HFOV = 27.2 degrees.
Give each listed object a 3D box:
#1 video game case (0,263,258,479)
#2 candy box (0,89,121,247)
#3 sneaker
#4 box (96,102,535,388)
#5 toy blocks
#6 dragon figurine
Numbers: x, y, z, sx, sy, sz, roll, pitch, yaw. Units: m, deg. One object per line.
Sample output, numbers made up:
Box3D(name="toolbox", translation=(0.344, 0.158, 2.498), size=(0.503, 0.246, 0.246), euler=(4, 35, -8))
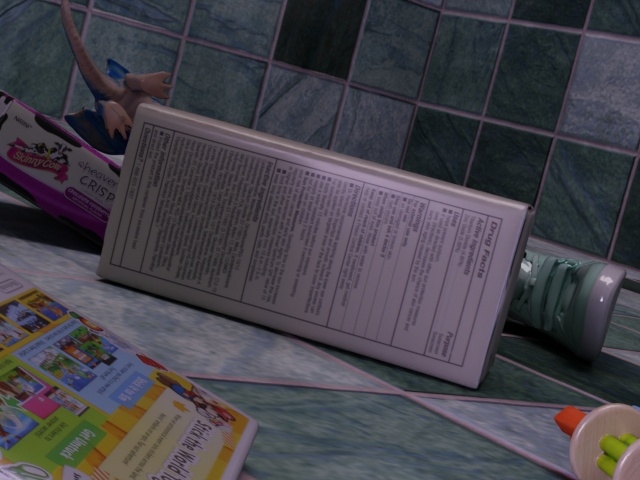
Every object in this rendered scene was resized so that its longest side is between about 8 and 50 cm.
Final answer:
Box3D(name="video game case", translation=(-0.127, 0.052, 0.517), size=(0.206, 0.026, 0.227), euler=(31, 5, 0))
Box3D(name="candy box", translation=(-0.254, -0.072, 1.233), size=(0.159, 0.071, 0.233), euler=(35, -3, -24))
Box3D(name="sneaker", translation=(0.209, 0.051, 1.309), size=(0.151, 0.094, 0.256), euler=(21, -4, 2))
Box3D(name="box", translation=(0.000, 0.000, 1.041), size=(0.311, 0.148, 0.121), euler=(17, 5, 10))
Box3D(name="toy blocks", translation=(0.192, 0.122, 0.772), size=(0.123, 0.054, 0.148), euler=(13, 6, -16))
Box3D(name="dragon figurine", translation=(-0.190, -0.124, 1.305), size=(0.289, 0.085, 0.144), euler=(42, -14, -32))
